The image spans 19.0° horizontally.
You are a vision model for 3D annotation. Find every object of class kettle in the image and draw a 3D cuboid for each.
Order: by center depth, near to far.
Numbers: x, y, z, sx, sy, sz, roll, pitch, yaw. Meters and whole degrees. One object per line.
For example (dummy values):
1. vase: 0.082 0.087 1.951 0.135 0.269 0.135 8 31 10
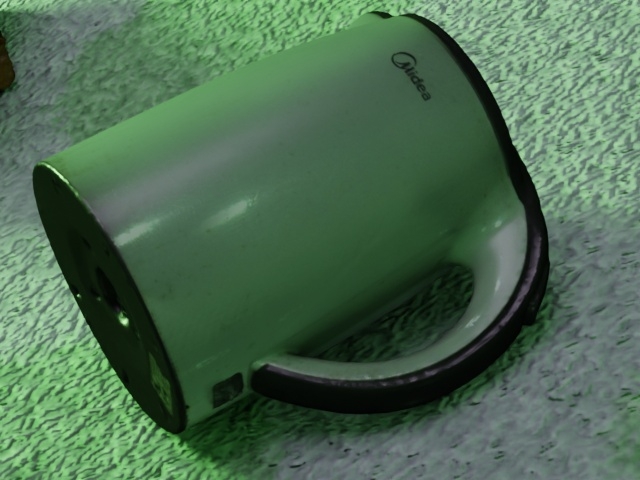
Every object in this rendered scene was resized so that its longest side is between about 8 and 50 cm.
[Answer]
1. kettle: 0.000 0.000 1.030 0.236 0.161 0.221 -28 62 -18

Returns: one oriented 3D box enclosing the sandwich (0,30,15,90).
1. sandwich: -0.333 -0.148 1.425 0.212 0.109 0.292 22 55 32
